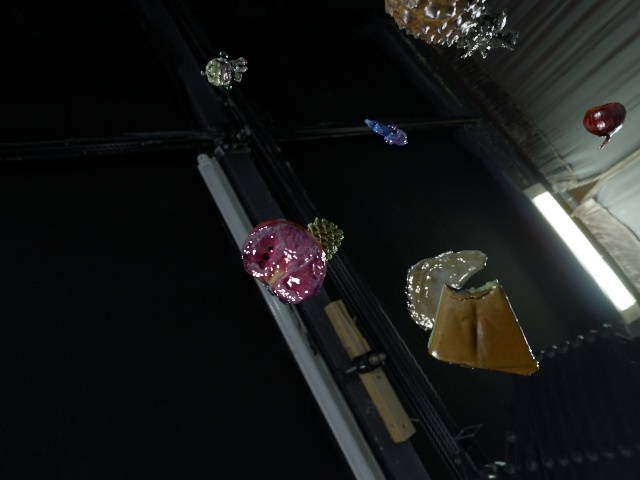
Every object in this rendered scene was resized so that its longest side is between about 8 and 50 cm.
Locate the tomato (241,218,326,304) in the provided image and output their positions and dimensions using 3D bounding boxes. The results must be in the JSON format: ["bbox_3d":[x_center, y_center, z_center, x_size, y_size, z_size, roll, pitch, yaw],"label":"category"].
[{"bbox_3d":[-0.107,0.053,1.519,0.335,0.289,0.176,40,-151,-6],"label":"tomato"}]

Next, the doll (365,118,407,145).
[{"bbox_3d":[0.245,-0.394,1.485,0.206,0.067,0.109,15,-148,-34],"label":"doll"}]

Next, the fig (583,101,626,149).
[{"bbox_3d":[0.983,-0.410,1.420,0.129,0.128,0.150,18,-91,-20],"label":"fig"}]

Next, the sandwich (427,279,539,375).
[{"bbox_3d":[0.382,0.191,0.912,0.245,0.211,0.063,8,-159,5],"label":"sandwich"}]

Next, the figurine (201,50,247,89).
[{"bbox_3d":[-0.364,-0.664,1.590,0.197,0.147,0.094,-29,-133,-31],"label":"figurine"}]

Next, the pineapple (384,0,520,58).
[{"bbox_3d":[0.264,-0.451,0.801,0.361,0.175,0.174,-4,-120,-51],"label":"pineapple"}]

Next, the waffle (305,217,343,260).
[{"bbox_3d":[0.000,0.000,1.698,0.170,0.183,0.036,28,-169,-19],"label":"waffle"}]

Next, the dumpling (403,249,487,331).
[{"bbox_3d":[0.348,0.119,1.229,0.166,0.332,0.086,36,-145,14],"label":"dumpling"}]
